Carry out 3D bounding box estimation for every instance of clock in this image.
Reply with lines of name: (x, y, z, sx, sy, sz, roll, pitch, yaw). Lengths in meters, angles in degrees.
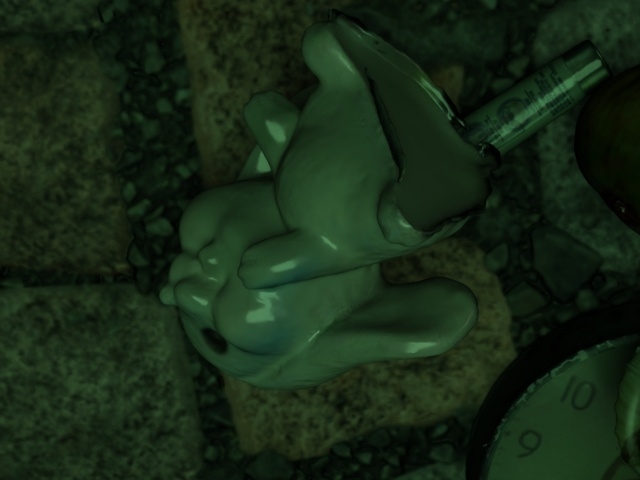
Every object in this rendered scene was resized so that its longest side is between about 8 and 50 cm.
clock: (0.285, 0.214, 1.262, 0.325, 0.067, 0.325, 1, 106, 3)

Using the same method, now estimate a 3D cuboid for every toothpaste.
toothpaste: (0.127, -0.080, 1.201, 0.239, 0.039, 0.062, -34, 88, 13)

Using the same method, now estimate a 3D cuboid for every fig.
fig: (0.306, -0.115, 1.160, 0.149, 0.149, 0.245, 39, 81, -8)

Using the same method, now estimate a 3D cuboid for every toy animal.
toy animal: (0.006, -0.019, 1.142, 0.289, 0.174, 0.249, -19, 63, 41)

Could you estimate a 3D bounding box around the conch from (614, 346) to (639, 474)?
conch: (0.296, 0.143, 1.155, 0.135, 0.102, 0.153, 10, 73, 12)
